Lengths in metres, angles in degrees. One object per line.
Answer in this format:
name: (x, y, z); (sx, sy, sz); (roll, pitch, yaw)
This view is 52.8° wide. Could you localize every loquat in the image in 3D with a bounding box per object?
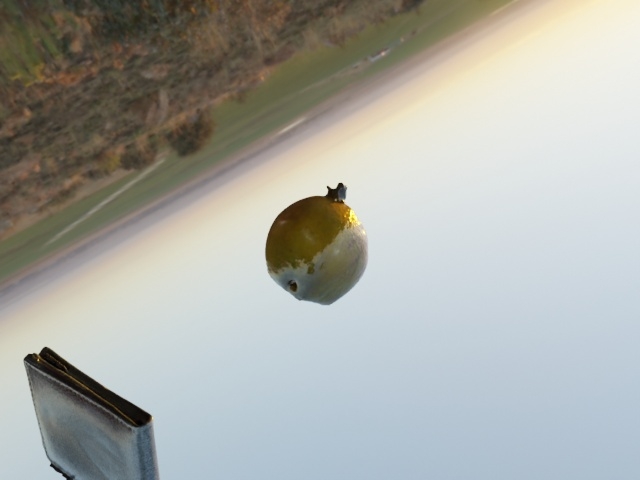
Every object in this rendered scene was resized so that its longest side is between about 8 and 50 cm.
loquat: (0.000, 0.000, 1.292); (0.213, 0.213, 0.246); (-141, -109, -82)

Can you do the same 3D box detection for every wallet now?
wallet: (-0.254, 0.222, 0.722); (0.222, 0.167, 0.036); (16, -152, 35)
